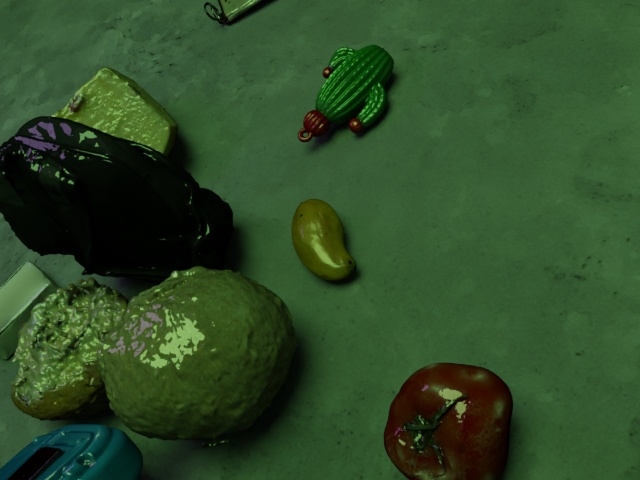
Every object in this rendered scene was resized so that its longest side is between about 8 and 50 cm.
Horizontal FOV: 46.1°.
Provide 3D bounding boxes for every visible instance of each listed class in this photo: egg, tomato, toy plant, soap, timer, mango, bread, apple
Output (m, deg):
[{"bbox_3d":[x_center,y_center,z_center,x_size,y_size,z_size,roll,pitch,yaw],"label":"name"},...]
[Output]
[{"bbox_3d":[-0.187,0.179,1.186,0.310,0.279,0.279,-18,44,-23],"label":"egg"},{"bbox_3d":[0.177,0.247,1.021,0.187,0.151,0.187,9,103,44],"label":"tomato"},{"bbox_3d":[0.060,-0.290,1.511,0.154,0.088,0.241,14,71,17],"label":"toy plant"},{"bbox_3d":[-0.634,0.142,1.568,0.121,0.064,0.183,32,75,40],"label":"soap"},{"bbox_3d":[-0.434,0.409,1.109,0.309,0.115,0.340,-16,24,50],"label":"timer"},{"bbox_3d":[0.000,0.000,1.344,0.098,0.075,0.190,-32,55,10],"label":"mango"},{"bbox_3d":[-0.436,0.208,1.367,0.274,0.149,0.274,-18,49,22],"label":"bread"},{"bbox_3d":[-0.485,-0.209,1.625,0.309,0.252,0.314,-48,47,5],"label":"apple"}]

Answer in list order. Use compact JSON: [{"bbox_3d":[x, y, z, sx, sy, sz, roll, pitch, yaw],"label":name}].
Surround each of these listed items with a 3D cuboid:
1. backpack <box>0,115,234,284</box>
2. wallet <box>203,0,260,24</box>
[{"bbox_3d":[-0.370,-0.055,1.327,0.363,0.446,0.255,8,68,32],"label":"backpack"},{"bbox_3d":[-0.179,-0.707,1.938,0.274,0.068,0.335,-25,48,12],"label":"wallet"}]
